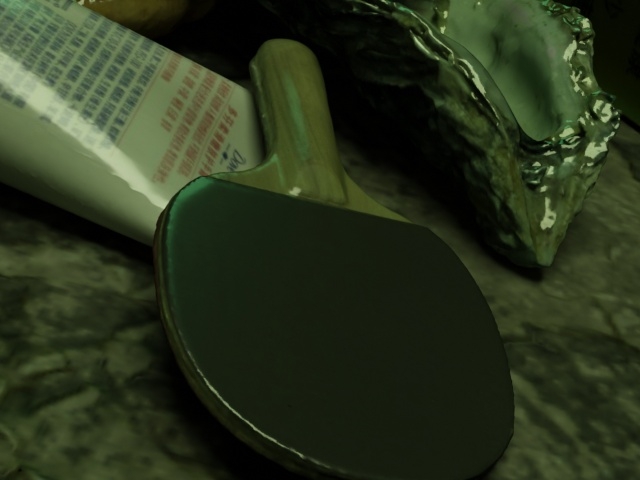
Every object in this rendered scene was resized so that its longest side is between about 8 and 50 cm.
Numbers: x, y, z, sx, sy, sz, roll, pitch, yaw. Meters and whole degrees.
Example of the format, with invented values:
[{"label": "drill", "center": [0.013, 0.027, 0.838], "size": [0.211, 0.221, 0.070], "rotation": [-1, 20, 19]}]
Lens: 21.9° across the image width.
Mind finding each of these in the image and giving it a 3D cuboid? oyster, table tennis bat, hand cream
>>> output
[{"label": "oyster", "center": [0.041, -0.107, 0.772], "size": [0.252, 0.087, 0.199], "rotation": [34, 25, 10]}, {"label": "table tennis bat", "center": [0.000, 0.000, 0.632], "size": [0.138, 0.022, 0.246], "rotation": [14, 37, -22]}, {"label": "hand cream", "center": [-0.122, -0.067, 0.677], "size": [0.248, 0.083, 0.133], "rotation": [26, 35, -3]}]

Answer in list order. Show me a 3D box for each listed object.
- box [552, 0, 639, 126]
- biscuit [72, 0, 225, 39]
[{"label": "box", "center": [0.228, -0.091, 0.743], "size": [0.043, 0.173, 0.311], "rotation": [-17, 44, -37]}, {"label": "biscuit", "center": [-0.146, -0.154, 0.812], "size": [0.226, 0.042, 0.226], "rotation": [10, 32, -7]}]
